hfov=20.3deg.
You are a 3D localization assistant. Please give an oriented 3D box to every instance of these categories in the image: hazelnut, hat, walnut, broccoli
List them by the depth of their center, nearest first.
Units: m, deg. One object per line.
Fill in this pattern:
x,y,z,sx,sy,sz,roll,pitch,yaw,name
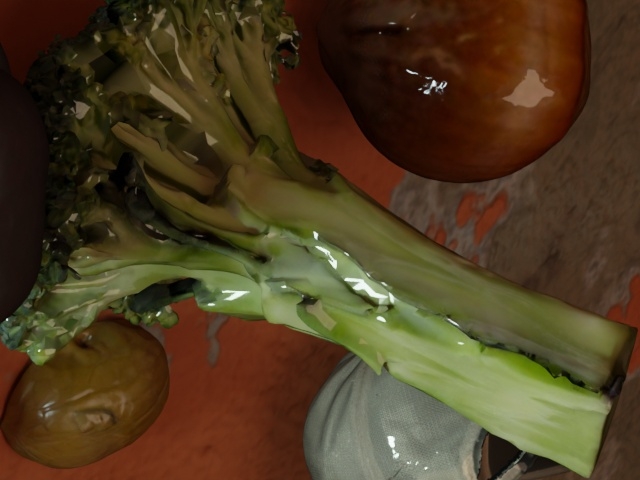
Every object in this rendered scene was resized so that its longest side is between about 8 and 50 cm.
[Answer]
0.000,-0.002,0.967,0.361,0.252,0.221,21,104,-14,broccoli
-0.133,0.101,1.093,0.121,0.052,0.091,-29,134,-34,walnut
0.085,-0.120,1.133,0.182,0.182,0.182,-27,130,-37,hazelnut
0.075,0.154,1.300,0.232,0.161,0.275,-30,156,-21,hat

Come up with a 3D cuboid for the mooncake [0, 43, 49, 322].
-0.237,-0.026,0.750,0.245,0.245,0.133,-14,119,-45,mooncake
